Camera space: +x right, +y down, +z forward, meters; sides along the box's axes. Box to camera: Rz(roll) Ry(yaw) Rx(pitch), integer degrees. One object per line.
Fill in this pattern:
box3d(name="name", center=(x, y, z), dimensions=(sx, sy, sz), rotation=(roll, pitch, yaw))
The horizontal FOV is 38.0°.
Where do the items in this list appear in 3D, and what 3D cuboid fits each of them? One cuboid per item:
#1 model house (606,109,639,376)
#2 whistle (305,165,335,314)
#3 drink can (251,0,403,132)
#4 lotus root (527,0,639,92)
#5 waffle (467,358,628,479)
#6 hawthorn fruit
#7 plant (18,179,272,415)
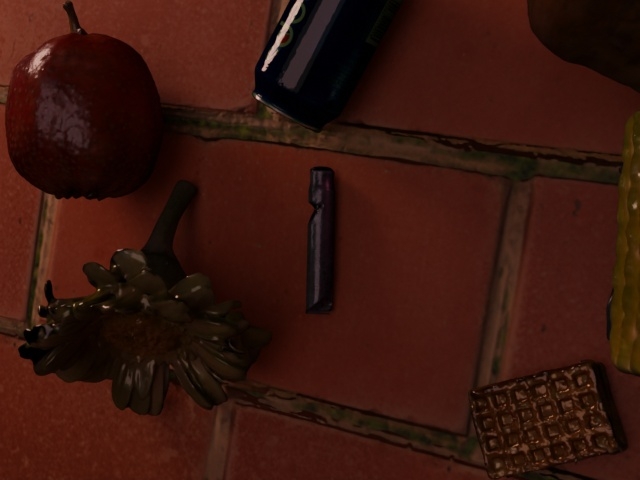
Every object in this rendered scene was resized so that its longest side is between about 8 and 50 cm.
box3d(name="model house", center=(0.356, 0.011, 0.799), dimensions=(0.215, 0.303, 0.237), rotation=(4, 89, 20))
box3d(name="whistle", center=(0.000, 0.000, 1.113), dimensions=(0.033, 0.033, 0.177), rotation=(0, 88, 26))
box3d(name="drink can", center=(0.007, -0.234, 1.071), dimensions=(0.118, 0.118, 0.205), rotation=(34, 102, 23))
box3d(name="lotus root", center=(0.328, -0.283, 0.862), dimensions=(0.316, 0.316, 0.250), rotation=(51, 127, 19))
box3d(name="waffle", center=(0.238, 0.189, 0.983), dimensions=(0.148, 0.042, 0.103), rotation=(-19, 81, 25))
box3d(name="hawthorn fruit", center=(-0.299, -0.177, 1.179), dimensions=(0.205, 0.205, 0.253), rotation=(-2, 87, 26))
box3d(name="plant", center=(-0.223, 0.069, 1.097), dimensions=(0.305, 0.261, 0.297), rotation=(-8, 85, 36))
